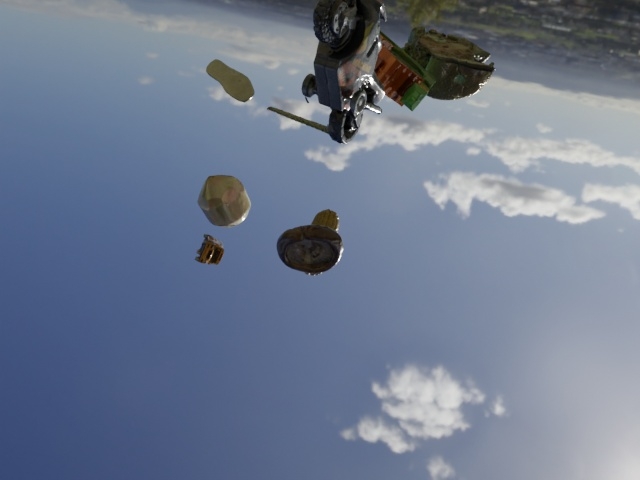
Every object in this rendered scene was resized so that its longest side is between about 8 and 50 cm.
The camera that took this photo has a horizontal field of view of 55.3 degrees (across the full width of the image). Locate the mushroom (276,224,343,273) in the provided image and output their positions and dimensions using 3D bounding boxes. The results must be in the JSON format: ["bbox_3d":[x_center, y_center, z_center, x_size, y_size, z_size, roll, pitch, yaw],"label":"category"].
[{"bbox_3d":[-0.019,0.011,1.117,0.123,0.123,0.052,8,-135,-10],"label":"mushroom"}]

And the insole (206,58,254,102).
[{"bbox_3d":[-0.215,-0.383,1.457,0.192,0.063,0.010,44,170,34],"label":"insole"}]

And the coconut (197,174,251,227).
[{"bbox_3d":[-0.320,-0.141,2.020,0.171,0.183,0.171,-14,-147,9],"label":"coconut"}]

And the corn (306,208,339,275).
[{"bbox_3d":[0.000,0.000,1.666,0.080,0.080,0.238,13,-136,5],"label":"corn"}]

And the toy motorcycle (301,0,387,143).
[{"bbox_3d":[0.053,-0.306,1.032,0.108,0.307,0.173,23,-118,22],"label":"toy motorcycle"}]

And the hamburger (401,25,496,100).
[{"bbox_3d":[0.379,-0.542,1.916,0.288,0.192,0.167,11,-123,-14],"label":"hamburger"}]

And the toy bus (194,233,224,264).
[{"bbox_3d":[-0.335,0.031,1.865,0.074,0.069,0.162,24,-175,-13],"label":"toy bus"}]

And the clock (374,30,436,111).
[{"bbox_3d":[0.195,-0.453,1.635,0.220,0.106,0.255,40,-160,-3],"label":"clock"}]

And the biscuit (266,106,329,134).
[{"bbox_3d":[-0.025,-0.286,1.498,0.203,0.016,0.144,22,-169,8],"label":"biscuit"}]
